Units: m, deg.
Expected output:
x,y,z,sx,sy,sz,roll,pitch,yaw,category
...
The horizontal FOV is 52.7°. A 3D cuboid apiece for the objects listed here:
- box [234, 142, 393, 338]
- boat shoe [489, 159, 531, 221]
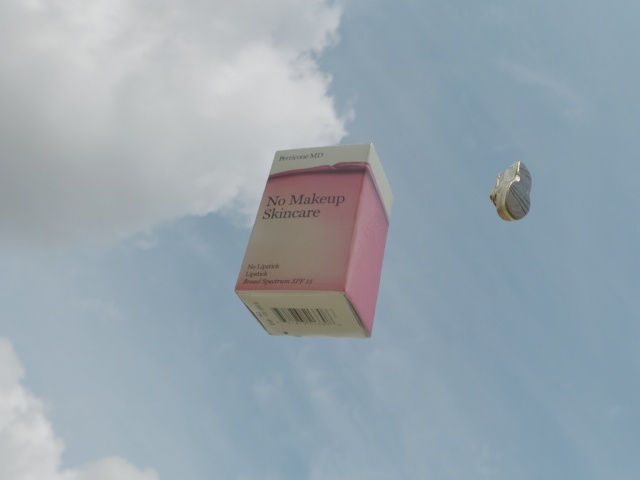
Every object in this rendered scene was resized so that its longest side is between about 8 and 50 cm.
x,y,z,sx,sy,sz,roll,pitch,yaw,category
0.000,0.000,0.859,0.149,0.232,0.127,-2,-35,21,box
0.260,-0.062,0.893,0.045,0.135,0.050,-29,-76,37,boat shoe
